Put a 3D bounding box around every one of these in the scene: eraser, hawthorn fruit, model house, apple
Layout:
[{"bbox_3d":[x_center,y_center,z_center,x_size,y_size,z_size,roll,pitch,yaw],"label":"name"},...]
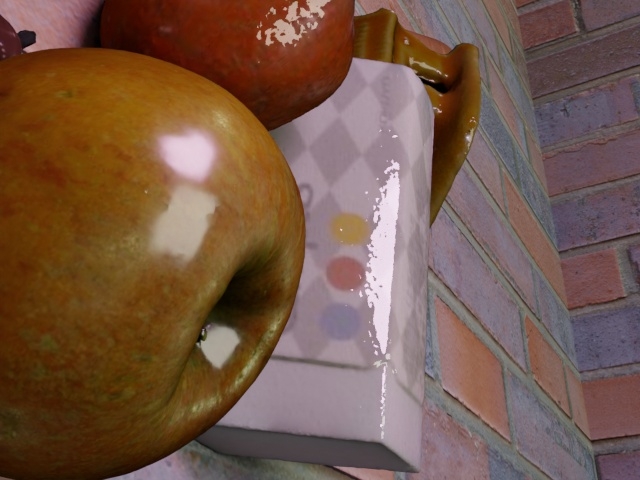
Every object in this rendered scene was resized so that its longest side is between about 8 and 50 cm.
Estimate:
[{"bbox_3d":[0.000,-0.001,0.766,0.082,0.213,0.396,96,1,-58],"label":"eraser"},{"bbox_3d":[-0.089,-0.162,0.682,0.251,0.199,0.199,-46,120,-35],"label":"hawthorn fruit"},{"bbox_3d":[0.050,-0.148,0.974,0.239,0.173,0.268,27,43,-17],"label":"model house"},{"bbox_3d":[-0.127,0.008,0.445,0.237,0.207,0.237,-53,156,-35],"label":"apple"}]

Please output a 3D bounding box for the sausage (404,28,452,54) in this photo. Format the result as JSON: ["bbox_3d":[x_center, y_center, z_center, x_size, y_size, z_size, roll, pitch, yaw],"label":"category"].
[{"bbox_3d":[0.127,-0.251,1.252,0.304,0.121,0.121,-18,92,-64],"label":"sausage"}]

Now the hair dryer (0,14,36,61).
[{"bbox_3d":[-0.263,-0.159,0.426,0.312,0.123,0.340,63,14,0],"label":"hair dryer"}]
